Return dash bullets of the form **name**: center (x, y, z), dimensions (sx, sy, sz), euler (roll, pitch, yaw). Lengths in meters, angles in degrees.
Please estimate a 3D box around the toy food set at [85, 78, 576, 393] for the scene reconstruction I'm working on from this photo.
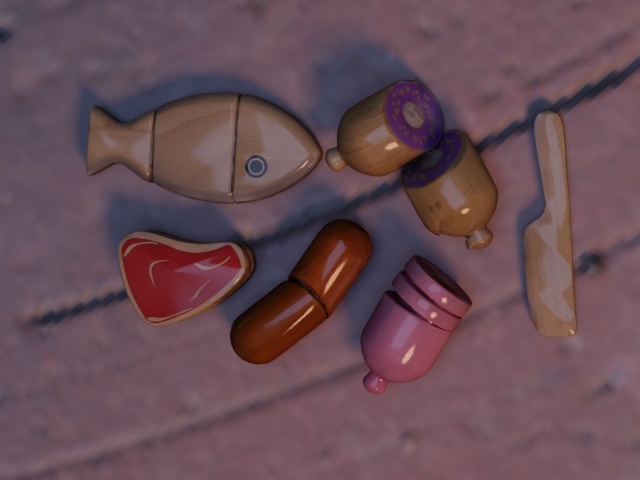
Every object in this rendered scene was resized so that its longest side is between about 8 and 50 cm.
- **toy food set**: center (0.000, 0.000, 0.464), dimensions (0.122, 0.019, 0.078), euler (-4, 92, 13)
